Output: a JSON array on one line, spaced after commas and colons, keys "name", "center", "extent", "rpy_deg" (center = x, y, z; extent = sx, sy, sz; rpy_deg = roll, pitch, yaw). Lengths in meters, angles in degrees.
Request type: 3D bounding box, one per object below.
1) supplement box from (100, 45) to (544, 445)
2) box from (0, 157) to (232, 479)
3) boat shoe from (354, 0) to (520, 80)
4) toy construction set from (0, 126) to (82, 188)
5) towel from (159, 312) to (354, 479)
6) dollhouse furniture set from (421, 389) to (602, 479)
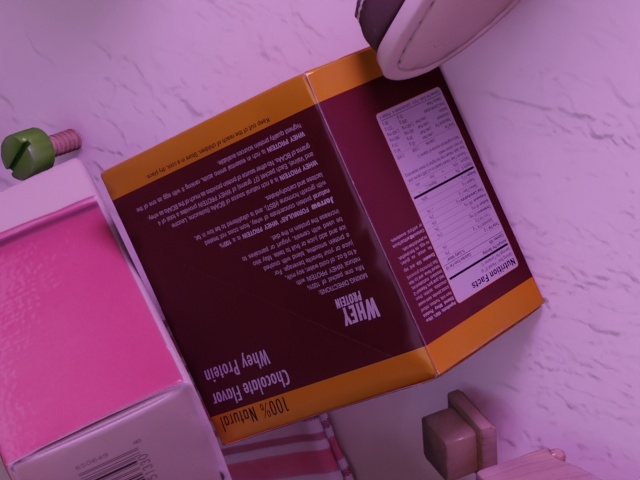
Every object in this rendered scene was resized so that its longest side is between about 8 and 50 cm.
[{"name": "supplement box", "center": [0.000, 0.000, 1.119], "extent": [0.191, 0.129, 0.194], "rpy_deg": [-22, 93, 40]}, {"name": "box", "center": [-0.163, 0.085, 1.186], "extent": [0.232, 0.126, 0.149], "rpy_deg": [58, 170, 43]}, {"name": "boat shoe", "center": [0.107, -0.231, 0.962], "extent": [0.097, 0.116, 0.324], "rpy_deg": [47, 125, 19]}, {"name": "toy construction set", "center": [-0.376, 0.008, 1.335], "extent": [0.308, 0.237, 0.258], "rpy_deg": [24, 121, 29]}, {"name": "towel", "center": [-0.055, 0.136, 1.280], "extent": [0.144, 0.029, 0.197], "rpy_deg": [-18, 96, 39]}, {"name": "dollhouse furniture set", "center": [0.226, 0.289, 1.123], "extent": [0.355, 0.173, 0.303], "rpy_deg": [-132, 30, -50]}]
